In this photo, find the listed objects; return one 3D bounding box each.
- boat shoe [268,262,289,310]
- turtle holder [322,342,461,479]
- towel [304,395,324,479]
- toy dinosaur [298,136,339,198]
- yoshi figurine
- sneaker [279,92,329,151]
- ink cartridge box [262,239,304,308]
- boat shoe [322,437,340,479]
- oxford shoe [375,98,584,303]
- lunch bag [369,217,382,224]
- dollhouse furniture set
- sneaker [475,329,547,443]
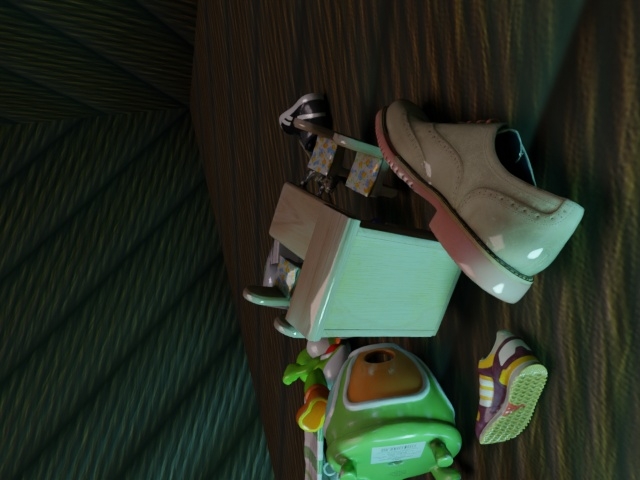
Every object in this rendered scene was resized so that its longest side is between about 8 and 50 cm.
[{"bbox_3d":[-0.054,0.144,1.354,0.302,0.094,0.109,59,-149,-57],"label":"boat shoe"},{"bbox_3d":[0.137,0.335,0.932,0.320,0.243,0.227,42,-150,-44],"label":"turtle holder"},{"bbox_3d":[-0.025,0.611,1.467,0.248,0.038,0.325,122,152,-74],"label":"towel"},{"bbox_3d":[-0.011,-0.158,1.260,0.268,0.064,0.118,55,135,51],"label":"toy dinosaur"},{"bbox_3d":[0.014,0.350,1.263,0.204,0.203,0.362,59,-173,-20],"label":"yoshi figurine"},{"bbox_3d":[-0.044,-0.271,1.253,0.217,0.079,0.121,159,100,-69],"label":"sneaker"},{"bbox_3d":[-0.107,0.078,1.502,0.219,0.092,0.160,114,161,-47],"label":"ink cartridge box"},{"bbox_3d":[0.067,0.643,1.414,0.367,0.135,0.156,-127,34,-69],"label":"boat shoe"},{"bbox_3d":[0.196,-0.102,0.671,0.146,0.140,0.397,-51,40,25],"label":"oxford shoe"},{"bbox_3d":[0.109,0.049,0.981,0.151,0.096,0.129,108,146,-51],"label":"lunch bag"},{"bbox_3d":[0.000,0.000,0.851,0.394,0.256,0.362,32,108,49],"label":"dollhouse furniture set"},{"bbox_3d":[0.259,0.213,0.718,0.084,0.069,0.185,-112,26,-51],"label":"sneaker"}]
